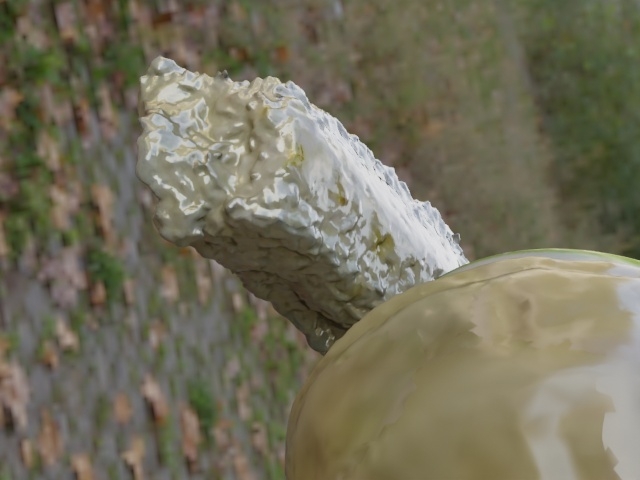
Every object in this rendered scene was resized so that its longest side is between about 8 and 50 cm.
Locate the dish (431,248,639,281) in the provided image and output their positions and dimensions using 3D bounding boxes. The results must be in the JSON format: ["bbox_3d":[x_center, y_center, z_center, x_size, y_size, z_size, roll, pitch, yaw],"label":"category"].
[{"bbox_3d":[0.108,0.173,0.791,0.124,0.324,0.324,-33,117,-44],"label":"dish"}]

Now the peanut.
[{"bbox_3d":[0.151,0.110,0.491,0.158,0.340,0.174,95,11,-61],"label":"peanut"}]

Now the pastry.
[{"bbox_3d":[0.000,-0.004,0.936,0.258,0.089,0.121,46,26,-44],"label":"pastry"}]
